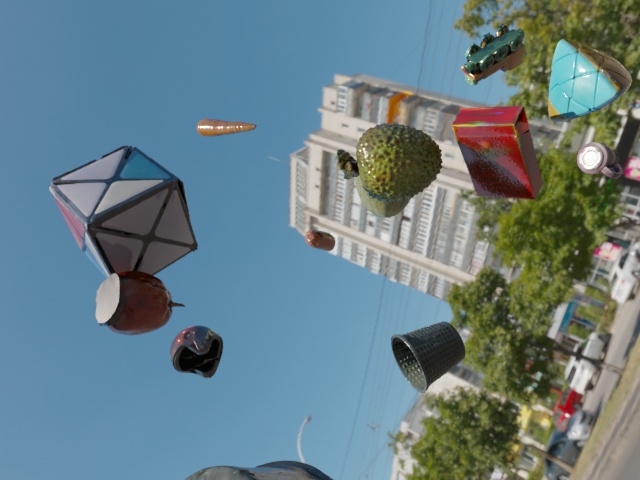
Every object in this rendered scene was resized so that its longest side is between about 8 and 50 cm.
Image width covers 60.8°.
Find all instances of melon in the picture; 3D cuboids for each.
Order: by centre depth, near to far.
[{"bbox_3d":[0.258,-0.247,2.161,0.248,0.248,0.329,-38,-48,-42],"label":"melon"}]

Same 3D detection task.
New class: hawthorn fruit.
[{"bbox_3d":[-0.518,0.178,1.577,0.251,0.189,0.190,-2,-66,-31],"label":"hawthorn fruit"}]

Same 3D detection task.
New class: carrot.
[{"bbox_3d":[-0.246,-0.295,1.422,0.048,0.216,0.048,-14,-72,-51],"label":"carrot"}]

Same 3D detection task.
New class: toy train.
[{"bbox_3d":[0.252,-0.266,0.796,0.103,0.044,0.064,-33,-29,-8],"label":"toy train"}]

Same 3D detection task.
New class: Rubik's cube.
[{"bbox_3d":[0.729,-0.455,1.574,0.254,0.254,0.255,-39,-39,-42],"label":"Rubik's cube"},{"bbox_3d":[-0.607,-0.078,1.714,0.310,0.305,0.307,-33,-42,-28],"label":"Rubik's cube"}]

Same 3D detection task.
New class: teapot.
[{"bbox_3d":[1.043,-0.298,2.003,0.146,0.148,0.116,-4,-68,-35],"label":"teapot"}]

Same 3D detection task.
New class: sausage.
[{"bbox_3d":[0.000,0.000,2.084,0.194,0.077,0.077,15,-84,-63],"label":"sausage"}]

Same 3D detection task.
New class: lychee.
[{"bbox_3d":[0.227,-0.250,1.753,0.319,0.270,0.270,-21,-40,-3],"label":"lychee"}]

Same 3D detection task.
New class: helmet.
[{"bbox_3d":[-0.493,0.437,2.176,0.215,0.193,0.189,-23,-46,-23],"label":"helmet"}]

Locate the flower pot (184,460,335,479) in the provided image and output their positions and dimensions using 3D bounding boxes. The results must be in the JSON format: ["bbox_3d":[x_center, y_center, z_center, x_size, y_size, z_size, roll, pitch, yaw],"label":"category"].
[{"bbox_3d":[-0.113,0.513,0.871,0.379,0.379,0.251,-54,-40,-25],"label":"flower pot"}]

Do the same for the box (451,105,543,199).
[{"bbox_3d":[0.547,-0.265,1.676,0.089,0.197,0.313,-58,-44,-24],"label":"box"}]

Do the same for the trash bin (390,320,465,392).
[{"bbox_3d":[0.306,0.310,1.510,0.161,0.175,0.175,-22,-46,-17],"label":"trash bin"}]
